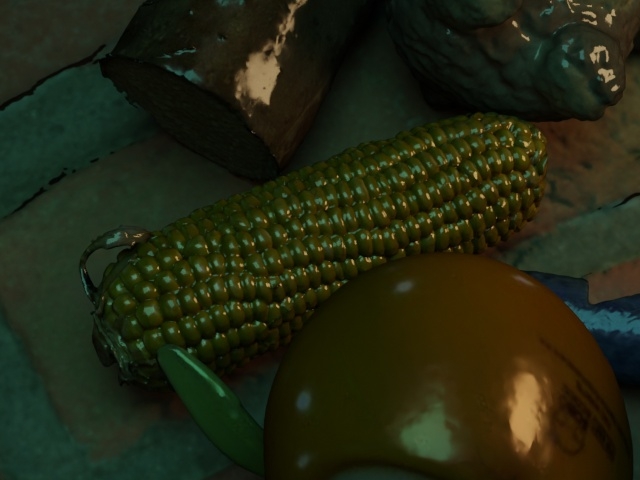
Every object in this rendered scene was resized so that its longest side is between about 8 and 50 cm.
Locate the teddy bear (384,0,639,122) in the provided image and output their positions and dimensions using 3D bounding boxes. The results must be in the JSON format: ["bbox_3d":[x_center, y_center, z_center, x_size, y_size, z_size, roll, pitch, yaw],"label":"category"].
[{"bbox_3d":[0.149,-0.198,1.187,0.236,0.151,0.267,40,71,-20],"label":"teddy bear"}]

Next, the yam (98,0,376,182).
[{"bbox_3d":[-0.031,-0.161,1.183,0.128,0.129,0.238,21,67,11],"label":"yam"}]

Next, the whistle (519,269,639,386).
[{"bbox_3d":[0.231,0.064,1.102,0.304,0.062,0.062,9,65,6],"label":"whistle"}]

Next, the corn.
[{"bbox_3d":[0.000,0.000,1.123,0.293,0.106,0.106,-24,65,-14],"label":"corn"}]

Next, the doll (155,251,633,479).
[{"bbox_3d":[0.045,0.115,1.025,0.236,0.213,0.213,-14,57,37],"label":"doll"}]
